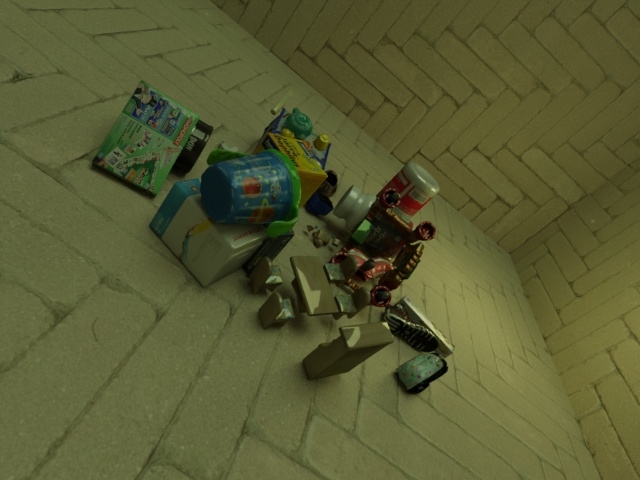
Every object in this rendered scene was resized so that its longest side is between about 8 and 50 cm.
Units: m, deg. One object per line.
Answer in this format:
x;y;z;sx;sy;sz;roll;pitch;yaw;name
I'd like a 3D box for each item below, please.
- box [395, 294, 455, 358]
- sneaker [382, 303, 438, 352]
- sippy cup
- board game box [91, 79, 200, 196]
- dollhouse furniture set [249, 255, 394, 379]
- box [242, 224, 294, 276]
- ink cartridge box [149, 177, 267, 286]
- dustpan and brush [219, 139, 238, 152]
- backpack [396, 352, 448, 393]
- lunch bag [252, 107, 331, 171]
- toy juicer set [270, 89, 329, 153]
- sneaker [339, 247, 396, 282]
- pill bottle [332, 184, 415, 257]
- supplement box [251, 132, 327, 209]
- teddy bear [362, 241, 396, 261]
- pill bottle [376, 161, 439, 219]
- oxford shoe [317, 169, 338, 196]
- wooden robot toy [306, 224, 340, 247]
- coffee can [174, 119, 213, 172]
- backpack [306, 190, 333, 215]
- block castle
0.477;0.394;1.894;0.324;0.067;0.063;48;29;7;box
0.392;0.358;1.800;0.281;0.106;0.162;35;27;-14;sneaker
-0.215;-0.144;1.203;0.305;0.240;0.224;11;17;41;sippy cup
-0.571;-0.336;1.373;0.213;0.046;0.317;30;75;-24;board game box
0.023;0.201;1.326;0.362;0.256;0.394;2;55;-35;dollhouse furniture set
-0.212;-0.015;1.408;0.059;0.232;0.183;-9;57;-52;box
-0.346;-0.036;1.308;0.270;0.197;0.198;47;29;7;ink cartridge box
-0.404;-0.387;1.837;0.147;0.060;0.211;40;29;-6;dustpan and brush
0.377;0.500;1.573;0.182;0.152;0.115;-9;52;-41;backpack
-0.146;-0.409;2.025;0.328;0.239;0.385;33;47;-18;lunch bag
-0.124;-0.526;1.910;0.209;0.089;0.329;-33;84;-33;toy juicer set
0.215;0.143;1.885;0.314;0.116;0.136;19;47;-25;sneaker
0.253;-0.094;1.983;0.363;0.210;0.210;35;30;-8;pill bottle
-0.182;-0.194;1.555;0.195;0.356;0.194;-3;52;-53;supplement box
0.281;-0.018;2.166;0.338;0.113;0.245;41;47;-6;teddy bear
0.436;-0.220;2.297;0.229;0.407;0.229;31;32;-22;pill bottle
0.054;-0.317;2.236;0.130;0.132;0.363;37;29;-10;oxford shoe
0.000;0.000;1.850;0.173;0.076;0.079;30;67;-23;wooden robot toy
-0.565;-0.402;1.518;0.275;0.201;0.201;29;32;-23;coffee can
-0.003;-0.175;2.013;0.120;0.101;0.098;26;36;-38;backpack
0.259;0.035;1.728;0.303;0.213;0.453;41;69;-6;block castle
